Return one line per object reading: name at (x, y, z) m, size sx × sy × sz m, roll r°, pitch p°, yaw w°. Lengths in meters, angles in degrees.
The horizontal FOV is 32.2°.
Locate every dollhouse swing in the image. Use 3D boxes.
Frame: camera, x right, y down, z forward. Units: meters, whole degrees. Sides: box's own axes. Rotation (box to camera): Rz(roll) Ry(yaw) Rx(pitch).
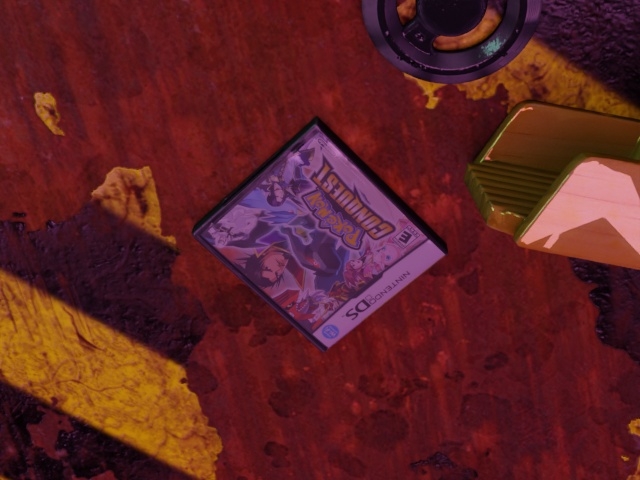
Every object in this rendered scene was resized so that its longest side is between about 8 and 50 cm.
dollhouse swing at (0.370, -0.159, 1.324) m, size 0.315 × 0.347 × 0.305 m, roll 11°, pitch 108°, yaw -4°

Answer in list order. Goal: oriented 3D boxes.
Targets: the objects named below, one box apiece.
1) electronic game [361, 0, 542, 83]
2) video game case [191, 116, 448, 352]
electronic game at (0.166, -0.304, 1.411) m, size 0.229 × 0.048 × 0.229 m, roll 3°, pitch 125°, yaw 4°
video game case at (0.000, 0.000, 1.582) m, size 0.248 × 0.035 × 0.275 m, roll -40°, pitch 110°, yaw 20°
